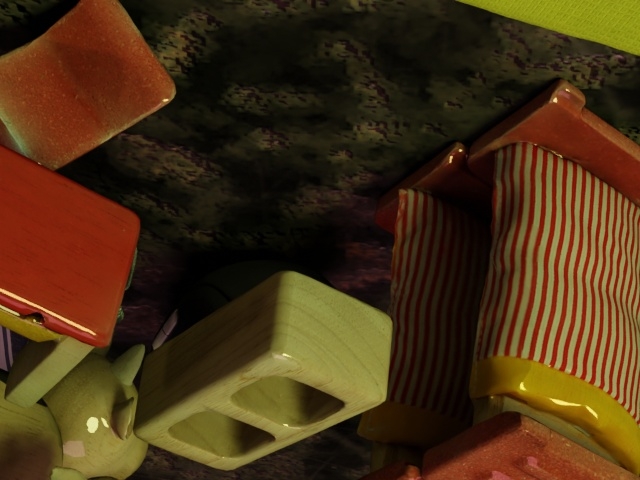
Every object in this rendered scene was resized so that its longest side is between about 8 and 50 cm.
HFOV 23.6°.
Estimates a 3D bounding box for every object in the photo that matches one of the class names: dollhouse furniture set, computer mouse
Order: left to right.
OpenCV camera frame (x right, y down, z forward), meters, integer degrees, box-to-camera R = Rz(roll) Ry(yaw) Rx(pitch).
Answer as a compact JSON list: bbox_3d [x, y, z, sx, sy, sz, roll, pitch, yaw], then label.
[{"bbox_3d":[-0.093,0.067,0.931,0.184,0.060,0.262,-8,162,-17],"label":"computer mouse"},{"bbox_3d":[0.000,0.000,0.702,0.374,0.201,0.152,28,142,-26],"label":"dollhouse furniture set"}]

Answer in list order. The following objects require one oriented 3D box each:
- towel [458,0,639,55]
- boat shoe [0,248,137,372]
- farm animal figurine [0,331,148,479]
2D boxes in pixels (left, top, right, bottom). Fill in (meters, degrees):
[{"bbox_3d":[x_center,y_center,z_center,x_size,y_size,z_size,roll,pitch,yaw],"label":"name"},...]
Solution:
[{"bbox_3d":[0.171,-0.104,0.668,0.237,0.021,0.102,14,148,-17],"label":"towel"},{"bbox_3d":[-0.152,0.041,0.903,0.083,0.065,0.183,8,148,0],"label":"boat shoe"},{"bbox_3d":[-0.182,0.104,0.781,0.330,0.172,0.327,22,173,19],"label":"farm animal figurine"}]
